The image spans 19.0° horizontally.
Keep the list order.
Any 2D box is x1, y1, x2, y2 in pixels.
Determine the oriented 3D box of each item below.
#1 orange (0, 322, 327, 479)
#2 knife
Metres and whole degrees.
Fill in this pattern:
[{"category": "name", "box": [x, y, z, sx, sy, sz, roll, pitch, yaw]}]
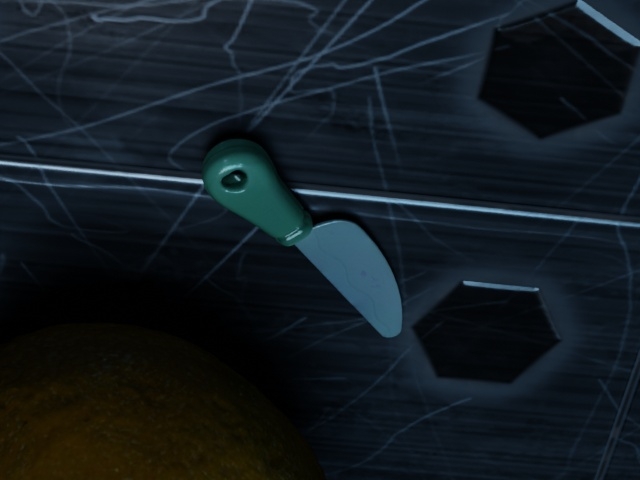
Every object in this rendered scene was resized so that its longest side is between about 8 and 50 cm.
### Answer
[{"category": "orange", "box": [-0.156, 0.238, 1.550, 0.357, 0.322, 0.322, 31, 123, -21]}, {"category": "knife", "box": [0.001, -0.001, 1.543, 0.063, 0.034, 0.260, -36, 129, 18]}]
